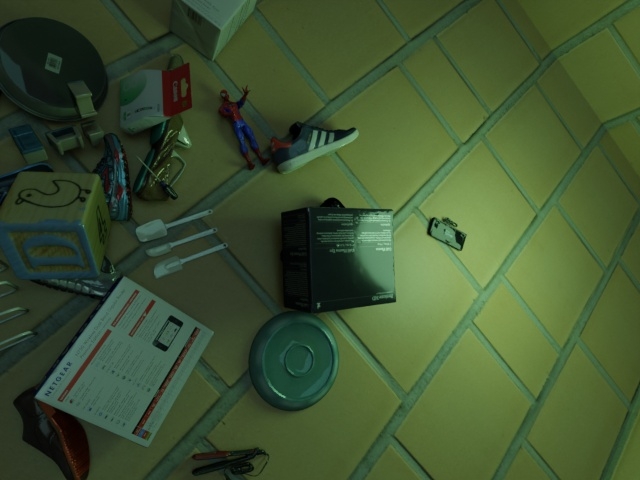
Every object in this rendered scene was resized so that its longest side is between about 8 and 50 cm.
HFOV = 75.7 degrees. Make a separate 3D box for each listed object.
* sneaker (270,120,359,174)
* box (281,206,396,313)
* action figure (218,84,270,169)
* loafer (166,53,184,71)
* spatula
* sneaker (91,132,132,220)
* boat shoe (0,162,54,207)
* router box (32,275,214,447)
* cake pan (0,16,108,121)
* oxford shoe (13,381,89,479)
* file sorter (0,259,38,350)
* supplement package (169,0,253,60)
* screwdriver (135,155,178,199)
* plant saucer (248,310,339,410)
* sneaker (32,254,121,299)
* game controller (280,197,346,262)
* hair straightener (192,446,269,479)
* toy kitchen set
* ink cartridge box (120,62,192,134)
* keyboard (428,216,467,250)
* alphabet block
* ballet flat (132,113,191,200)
[{"bbox_3d":[-0.021,-0.368,1.467,0.349,0.131,0.148,-28,96,-26],"label":"sneaker"},{"bbox_3d":[0.061,0.057,1.342,0.342,0.178,0.313,0,87,-33],"label":"box"},{"bbox_3d":[-0.255,-0.392,1.369,0.091,0.139,0.281,-28,89,-28],"label":"action figure"},{"bbox_3d":[-0.474,-0.549,1.345,0.056,0.050,0.148,8,76,-23],"label":"loafer"},{"bbox_3d":[-0.422,-0.004,1.274,0.241,0.019,0.168,-23,88,-26],"label":"spatula"},{"bbox_3d":[-0.616,-0.184,1.178,0.125,0.104,0.262,-6,82,-23],"label":"sneaker"},{"bbox_3d":[-0.819,-0.115,1.071,0.258,0.109,0.089,-36,98,-24],"label":"boat shoe"},{"bbox_3d":[-0.497,0.315,1.089,0.301,0.082,0.336,41,60,-24],"label":"router box"},{"bbox_3d":[-0.750,-0.488,1.159,0.293,0.054,0.294,6,81,-41],"label":"cake pan"},{"bbox_3d":[-0.669,0.491,1.031,0.098,0.097,0.272,-27,84,-9],"label":"oxford shoe"},{"bbox_3d":[-0.821,0.142,0.970,0.173,0.192,0.278,-24,90,-30],"label":"file sorter"},{"bbox_3d":[-0.348,-0.801,1.385,0.177,0.175,0.293,33,68,-14],"label":"supplement package"},{"bbox_3d":[-0.468,-0.179,1.183,0.024,0.025,0.170,-57,140,-24],"label":"screwdriver"},{"bbox_3d":[-0.073,0.389,1.338,0.317,0.043,0.318,5,78,-24],"label":"plant saucer"},{"bbox_3d":[-0.661,0.076,1.122,0.228,0.086,0.132,23,65,-29],"label":"sneaker"},{"bbox_3d":[0.000,0.000,1.437,0.166,0.067,0.319,44,66,-10],"label":"game controller"},{"bbox_3d":[-0.258,0.659,1.203,0.230,0.047,0.089,6,77,-28],"label":"hair straightener"},{"bbox_3d":[-0.722,-0.332,1.105,0.207,0.166,0.122,-29,60,-31],"label":"toy kitchen set"},{"bbox_3d":[-0.492,-0.435,1.222,0.056,0.224,0.181,36,40,-62],"label":"ink cartridge box"},{"bbox_3d":[0.530,-0.038,1.710,0.180,0.023,0.108,25,76,-19],"label":"keyboard"},{"bbox_3d":[-0.653,-0.037,1.030,0.192,0.194,0.197,0,45,-16],"label":"alphabet block"},{"bbox_3d":[-0.470,-0.276,1.268,0.124,0.116,0.343,22,70,-40],"label":"ballet flat"}]
